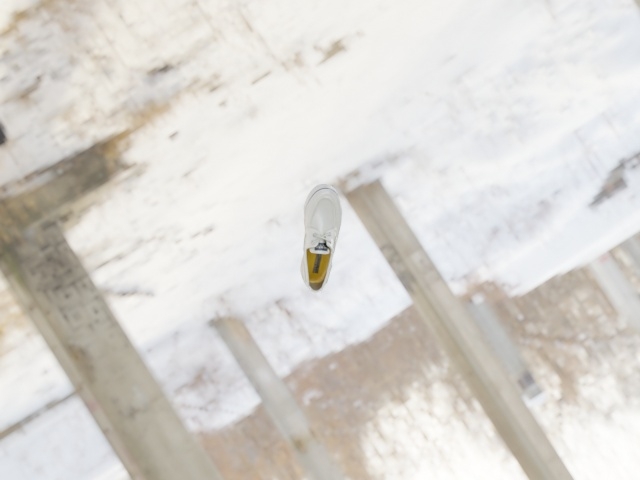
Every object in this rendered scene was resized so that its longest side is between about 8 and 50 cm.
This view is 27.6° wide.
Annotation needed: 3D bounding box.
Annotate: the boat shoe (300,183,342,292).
[{"bbox_3d":[0.000,0.000,1.161,0.035,0.100,0.035,6,-156,-10],"label":"boat shoe"}]
